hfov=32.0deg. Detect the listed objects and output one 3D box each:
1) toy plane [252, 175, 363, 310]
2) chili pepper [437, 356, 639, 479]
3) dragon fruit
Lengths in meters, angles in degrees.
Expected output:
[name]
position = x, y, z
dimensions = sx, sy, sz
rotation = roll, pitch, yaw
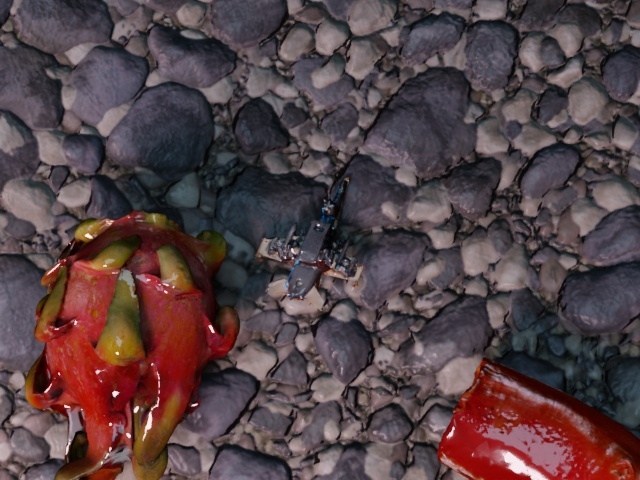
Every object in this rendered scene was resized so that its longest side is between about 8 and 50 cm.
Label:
[toy plane]
position = -0.001, -0.005, 1.360
dimensions = 0.135, 0.062, 0.188
rotation = 17, 74, 14
[chili pepper]
position = 0.298, 0.257, 1.196
dimensions = 0.338, 0.131, 0.134
rotation = 23, 50, 18
[dragon fruit]
position = -0.218, 0.124, 1.276
dimensions = 0.228, 0.243, 0.307
rotation = 13, 111, -11
